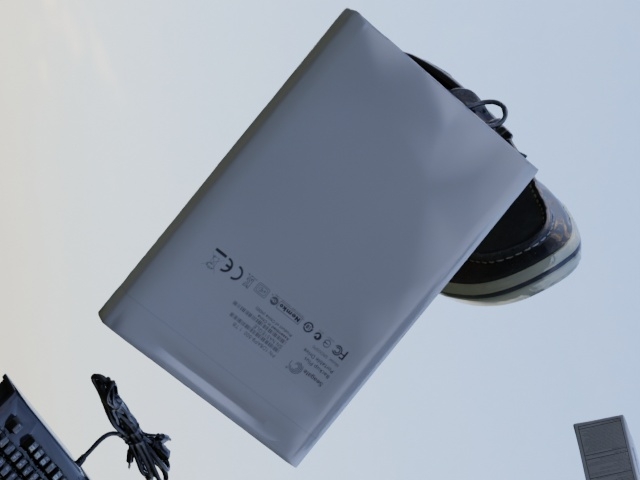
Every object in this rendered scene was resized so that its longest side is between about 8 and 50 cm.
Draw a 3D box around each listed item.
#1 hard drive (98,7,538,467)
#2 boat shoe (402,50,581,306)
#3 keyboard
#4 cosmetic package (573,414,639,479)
[{"bbox_3d":[0.000,0.000,1.679,0.233,0.353,0.047,39,1,-18],"label":"hard drive"},{"bbox_3d":[0.144,-0.081,2.157,0.156,0.186,0.500,65,-4,-33],"label":"boat shoe"},{"bbox_3d":[-0.215,0.209,1.582,0.033,0.201,0.317,31,-20,30],"label":"keyboard"},{"bbox_3d":[0.326,0.259,2.058,0.239,0.060,0.099,47,33,-73],"label":"cosmetic package"}]
